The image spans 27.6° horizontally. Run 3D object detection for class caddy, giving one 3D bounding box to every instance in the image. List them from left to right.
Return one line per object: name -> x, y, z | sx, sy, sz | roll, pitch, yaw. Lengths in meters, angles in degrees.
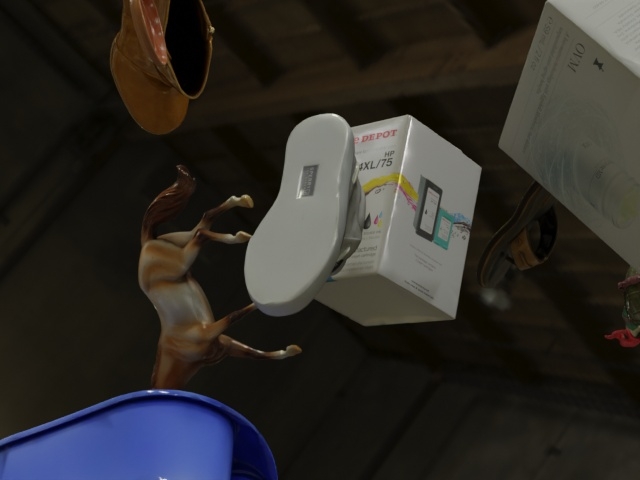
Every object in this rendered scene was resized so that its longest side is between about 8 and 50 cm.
caddy -> -0.206, 0.284, 1.285 | 0.179, 0.341, 0.241 | -105, 174, -60

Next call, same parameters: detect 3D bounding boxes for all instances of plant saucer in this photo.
plant saucer -> -0.166, -0.206, 1.242 | 0.083, 0.013, 0.084 | -14, 90, -85

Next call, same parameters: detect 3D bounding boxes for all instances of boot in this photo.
boot -> -0.193, -0.218, 1.632 | 0.211, 0.104, 0.295 | -126, -155, -48
boot -> 0.000, 0.000, 1.309 | 0.095, 0.258, 0.123 | -1, -43, 21

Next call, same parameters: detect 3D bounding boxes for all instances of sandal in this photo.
sandal -> 0.240, -0.010, 1.457 | 0.060, 0.090, 0.219 | 43, -46, 12

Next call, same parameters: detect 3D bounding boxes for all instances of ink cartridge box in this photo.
ink cartridge box -> 0.106, -0.027, 2.073 | 0.198, 0.270, 0.197 | -9, -29, 43

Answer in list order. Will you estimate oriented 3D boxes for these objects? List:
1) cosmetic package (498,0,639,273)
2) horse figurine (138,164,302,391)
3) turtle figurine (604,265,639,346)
cosmetic package -> 0.311, -0.116, 1.239 | 0.224, 0.138, 0.224 | 44, -26, 21
horse figurine -> -0.133, 0.056, 1.410 | 0.263, 0.174, 0.066 | 71, 18, 2
turtle figurine -> 0.460, 0.063, 1.751 | 0.118, 0.234, 0.175 | 16, -25, -39
